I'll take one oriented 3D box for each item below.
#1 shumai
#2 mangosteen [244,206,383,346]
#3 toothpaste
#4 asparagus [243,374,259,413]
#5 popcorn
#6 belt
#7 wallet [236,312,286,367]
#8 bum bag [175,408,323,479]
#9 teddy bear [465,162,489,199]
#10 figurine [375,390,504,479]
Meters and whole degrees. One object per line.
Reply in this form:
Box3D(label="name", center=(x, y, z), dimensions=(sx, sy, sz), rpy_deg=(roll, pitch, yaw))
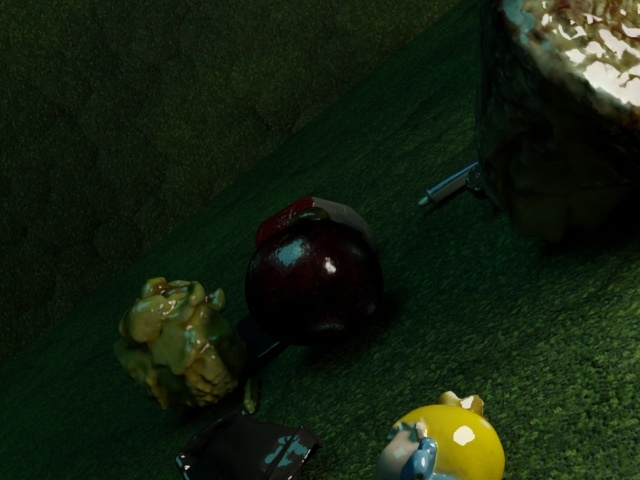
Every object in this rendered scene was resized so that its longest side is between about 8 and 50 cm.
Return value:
Box3D(label="shumai", center=(0.327, -0.151, 1.071), dimensions=(0.395, 0.395, 0.348), rpy_deg=(-55, -3, -43))
Box3D(label="mangosteen", center=(-0.009, 0.052, 1.346), dimensions=(0.216, 0.216, 0.216), rpy_deg=(-36, 16, 12))
Box3D(label="toothpaste", center=(0.254, -0.115, 1.553), dimensions=(0.197, 0.035, 0.057), rpy_deg=(-34, 22, 9))
Box3D(label="asparagus", center=(-0.110, 0.241, 1.418), dimensions=(0.025, 0.021, 0.108), rpy_deg=(-37, 16, 11))
Box3D(label="popcorn", center=(-0.236, 0.180, 1.521), dimensions=(0.195, 0.255, 0.256), rpy_deg=(-28, 35, -31))
Box3D(label="belt", center=(0.000, 0.000, 1.543), dimensions=(0.124, 0.200, 0.128), rpy_deg=(-30, 58, 41))
Box3D(label="wallet", center=(-0.091, 0.151, 1.619), dimensions=(0.124, 0.025, 0.244), rpy_deg=(-40, 15, -3))
Box3D(label="bum bag", center=(-0.093, 0.290, 1.160), dimensions=(0.142, 0.079, 0.326), rpy_deg=(-53, 22, -18))
Box3D(label="teddy bear", center=(0.302, -0.106, 1.354), dimensions=(0.160, 0.078, 0.119), rpy_deg=(-21, 57, 32))
Box3D(label="figurine", center=(0.083, 0.246, 0.819), dimensions=(0.185, 0.127, 0.234), rpy_deg=(-41, 24, 26))
